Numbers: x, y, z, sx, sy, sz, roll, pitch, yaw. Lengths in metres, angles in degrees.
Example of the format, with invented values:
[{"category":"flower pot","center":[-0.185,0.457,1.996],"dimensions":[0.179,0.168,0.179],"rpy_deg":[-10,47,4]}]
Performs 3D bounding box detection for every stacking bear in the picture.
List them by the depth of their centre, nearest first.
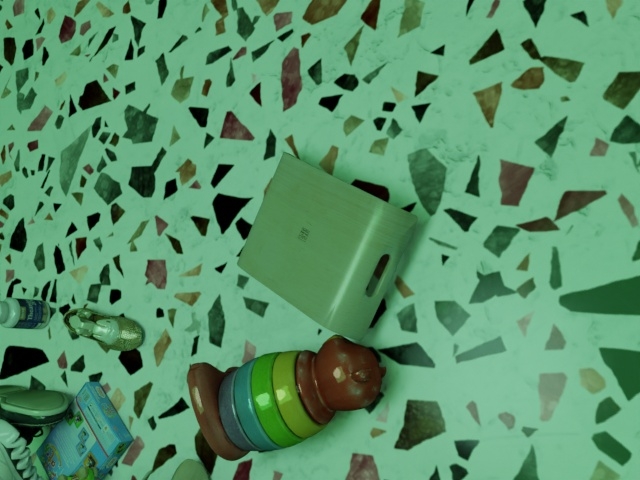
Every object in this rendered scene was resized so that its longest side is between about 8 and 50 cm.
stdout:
[{"category":"stacking bear","center":[-0.039,0.240,1.134],"dimensions":[0.288,0.175,0.164],"rpy_deg":[-22,68,20]}]

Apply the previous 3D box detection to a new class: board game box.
[{"category":"board game box","center":[-0.488,0.422,1.450],"dimensions":[0.211,0.039,0.160],"rpy_deg":[-51,60,14]}]

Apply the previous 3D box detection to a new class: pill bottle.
[{"category":"pill bottle","center":[-0.666,0.161,1.559],"dimensions":[0.067,0.120,0.067],"rpy_deg":[-6,79,32]}]

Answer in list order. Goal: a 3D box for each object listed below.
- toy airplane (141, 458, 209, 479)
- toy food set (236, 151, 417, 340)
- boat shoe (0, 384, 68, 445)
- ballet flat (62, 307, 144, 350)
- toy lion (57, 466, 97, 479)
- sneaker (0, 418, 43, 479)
[{"category":"toy airplane","center":[-0.303,0.584,1.133],"dimensions":[0.272,0.386,0.385],"rpy_deg":[-24,79,37]},{"category":"toy food set","center":[0.000,0.000,1.196],"dimensions":[0.306,0.092,0.220],"rpy_deg":[30,99,41]},{"category":"boat shoe","center":[-0.642,0.380,1.503],"dimensions":[0.339,0.127,0.113],"rpy_deg":[-3,90,36]},{"category":"ballet flat","center":[-0.455,0.183,1.453],"dimensions":[0.206,0.067,0.073],"rpy_deg":[6,84,33]},{"category":"toy lion","center":[-0.477,0.500,1.379],"dimensions":[0.100,0.034,0.096],"rpy_deg":[-26,61,26]},{"category":"sneaker","center":[-0.612,0.500,1.408],"dimensions":[0.110,0.118,0.292],"rpy_deg":[3,121,41]}]
